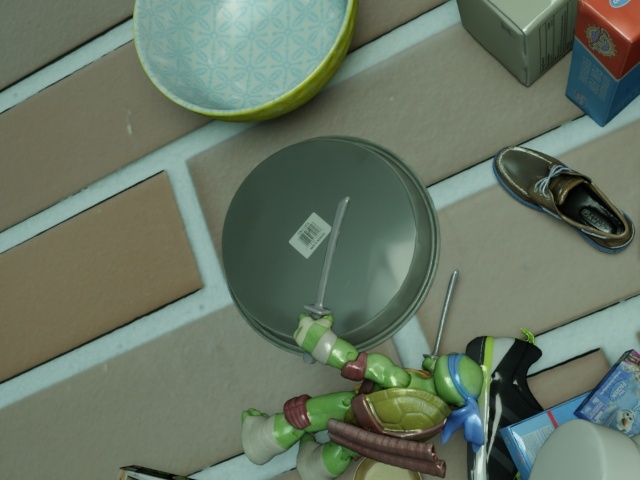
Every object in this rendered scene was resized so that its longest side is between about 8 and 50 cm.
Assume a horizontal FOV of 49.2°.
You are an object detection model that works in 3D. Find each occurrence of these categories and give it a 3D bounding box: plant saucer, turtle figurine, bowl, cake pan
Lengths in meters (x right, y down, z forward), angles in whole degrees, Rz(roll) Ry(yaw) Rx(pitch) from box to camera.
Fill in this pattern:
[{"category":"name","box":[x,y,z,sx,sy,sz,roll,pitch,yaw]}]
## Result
[{"category":"plant saucer","box":[0.079,0.288,0.818,0.084,0.015,0.083,-4,78,17]},{"category":"turtle figurine","box":[0.047,0.143,0.773,0.266,0.198,0.274,-38,68,25]},{"category":"bowl","box":[-0.075,-0.273,0.902,0.290,0.156,0.289,-3,78,17]},{"category":"cake pan","box":[0.000,0.000,0.880,0.293,0.054,0.293,-4,78,17]}]

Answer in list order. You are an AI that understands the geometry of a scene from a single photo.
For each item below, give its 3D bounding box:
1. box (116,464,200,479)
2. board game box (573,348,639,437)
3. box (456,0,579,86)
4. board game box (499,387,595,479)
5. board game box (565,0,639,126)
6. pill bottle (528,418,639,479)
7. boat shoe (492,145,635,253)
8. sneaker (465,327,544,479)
[{"category":"box","box":[-0.166,0.358,0.869,0.207,0.036,0.114,7,81,18]},{"category":"board game box","box":[0.316,0.171,0.694,0.090,0.020,0.090,44,74,10]},{"category":"box","box":[0.282,-0.320,0.804,0.232,0.149,0.126,-41,70,6]},{"category":"board game box","box":[0.313,0.225,0.707,0.212,0.039,0.160,-20,73,-9]},{"category":"board game box","box":[0.397,-0.280,0.712,0.316,0.242,0.064,-43,72,6]},{"category":"pill bottle","box":[0.336,0.258,0.586,0.302,0.169,0.169,21,86,-5]},{"category":"boat shoe","box":[0.277,-0.058,0.796,0.183,0.066,0.066,36,91,20]},{"category":"sneaker","box":[0.209,0.212,0.755,0.097,0.084,0.234,-3,78,16]}]
